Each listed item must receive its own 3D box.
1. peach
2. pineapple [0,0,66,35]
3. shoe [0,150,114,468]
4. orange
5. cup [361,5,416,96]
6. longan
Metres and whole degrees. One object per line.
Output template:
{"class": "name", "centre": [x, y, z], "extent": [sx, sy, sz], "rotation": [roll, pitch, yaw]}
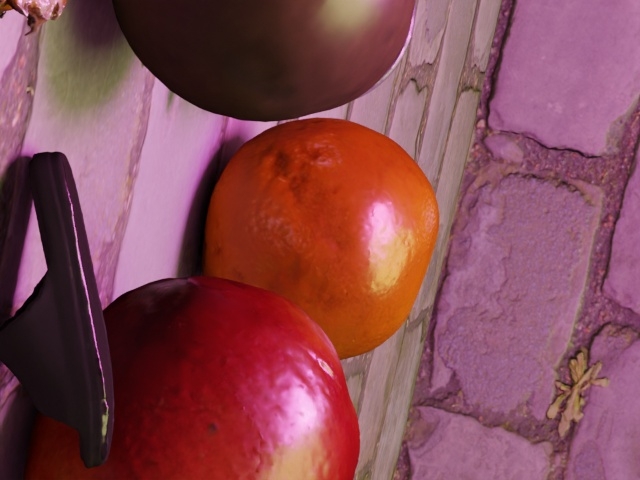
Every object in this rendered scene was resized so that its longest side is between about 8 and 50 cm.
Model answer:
{"class": "peach", "centre": [-0.109, 0.200, 1.663], "extent": [0.281, 0.281, 0.338], "rotation": [73, 24, -68]}
{"class": "pineapple", "centre": [-0.193, -0.195, 1.319], "extent": [0.137, 0.069, 0.116], "rotation": [-49, 152, -62]}
{"class": "shoe", "centre": [-0.214, 0.055, 1.502], "extent": [0.108, 0.093, 0.241], "rotation": [-136, -143, -85]}
{"class": "orange", "centre": [0.000, 0.000, 2.042], "extent": [0.261, 0.261, 0.261], "rotation": [14, 90, -78]}
{"class": "cup", "centre": [-0.019, -0.210, 1.912], "extent": [0.150, 0.199, 0.199], "rotation": [136, -29, -77]}
{"class": "longan", "centre": [-0.045, -0.216, 1.565], "extent": [0.258, 0.258, 0.258], "rotation": [14, 90, -78]}
